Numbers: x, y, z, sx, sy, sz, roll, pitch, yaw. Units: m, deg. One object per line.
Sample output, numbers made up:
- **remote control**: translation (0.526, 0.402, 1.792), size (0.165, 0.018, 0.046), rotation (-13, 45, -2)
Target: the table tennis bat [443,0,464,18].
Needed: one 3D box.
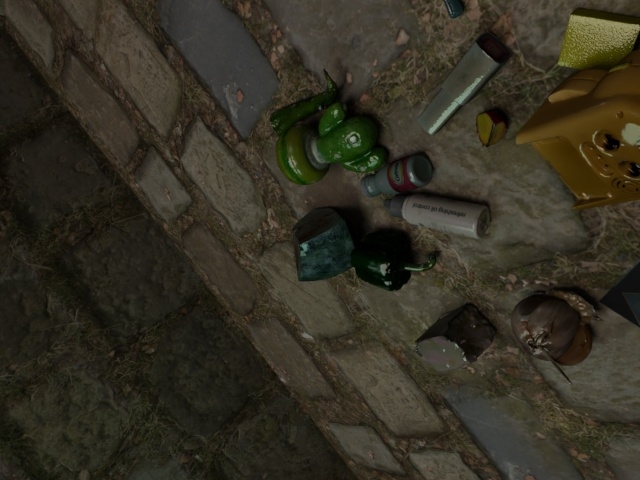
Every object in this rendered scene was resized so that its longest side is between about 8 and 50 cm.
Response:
- **table tennis bat**: translation (0.246, -0.564, 1.044), size (0.124, 0.033, 0.201), rotation (-14, 109, 55)

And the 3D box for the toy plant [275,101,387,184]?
- **toy plant**: translation (0.032, -0.283, 1.461), size (0.315, 0.184, 0.224), rotation (-10, 123, 35)

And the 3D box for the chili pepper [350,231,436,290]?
- **chili pepper**: translation (0.227, 0.068, 1.552), size (0.261, 0.165, 0.174), rotation (11, 118, 41)

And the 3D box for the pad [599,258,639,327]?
- **pad**: translation (0.768, 0.120, 1.121), size (0.163, 0.004, 0.243), rotation (36, 143, 20)

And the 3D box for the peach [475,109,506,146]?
- **peach**: translation (0.395, -0.259, 1.142), size (0.077, 0.050, 0.083), rotation (23, 133, 69)

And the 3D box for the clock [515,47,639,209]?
- **clock**: translation (0.532, -0.184, 0.843), size (0.244, 0.200, 0.317), rotation (43, 176, -10)

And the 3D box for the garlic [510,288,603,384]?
- **garlic**: translation (0.607, 0.228, 1.243), size (0.207, 0.257, 0.207), rotation (1, 106, 4)

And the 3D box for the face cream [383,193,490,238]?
- **face cream**: translation (0.307, -0.079, 1.381), size (0.311, 0.092, 0.092), rotation (17, 134, 41)

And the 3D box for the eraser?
- **eraser**: translation (0.515, -0.365, 0.915), size (0.122, 0.045, 0.097), rotation (25, 139, 30)

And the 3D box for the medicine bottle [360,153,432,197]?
- **medicine bottle**: translation (0.207, -0.175, 1.401), size (0.216, 0.090, 0.090), rotation (-13, 112, 53)

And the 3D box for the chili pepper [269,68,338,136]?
- **chili pepper**: translation (-0.047, -0.404, 1.487), size (0.359, 0.076, 0.085), rotation (-15, 89, 56)

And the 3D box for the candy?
- **candy**: translation (0.413, 0.310, 1.547), size (0.137, 0.184, 0.195), rotation (53, 146, 3)

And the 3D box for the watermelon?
- **watermelon**: translation (0.000, 0.000, 1.723), size (0.387, 0.228, 0.258), rotation (80, 173, -66)

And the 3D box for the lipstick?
- **lipstick**: translation (0.316, -0.345, 1.130), size (0.077, 0.079, 0.253), rotation (45, 147, 5)
